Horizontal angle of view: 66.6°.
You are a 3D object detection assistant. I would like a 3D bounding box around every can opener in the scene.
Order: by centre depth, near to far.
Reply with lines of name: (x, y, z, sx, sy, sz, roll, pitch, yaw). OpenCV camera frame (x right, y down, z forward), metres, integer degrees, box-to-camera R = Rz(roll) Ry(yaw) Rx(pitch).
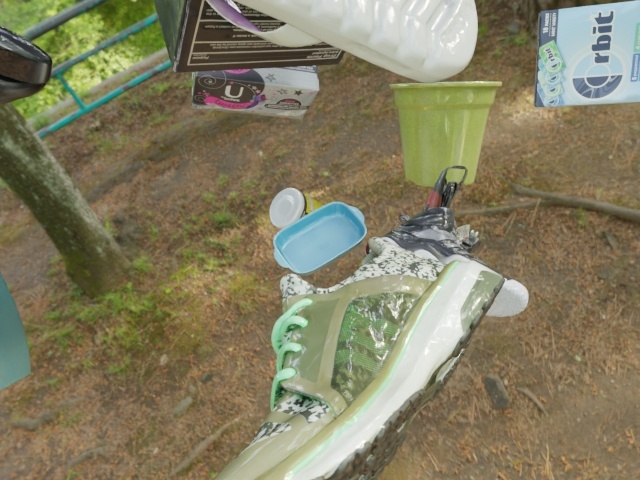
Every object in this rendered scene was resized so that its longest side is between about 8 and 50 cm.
can opener: (-0.313, -0.169, 0.384, 0.073, 0.186, 0.059, -49, 34, 33)

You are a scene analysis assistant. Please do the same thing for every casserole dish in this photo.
casserole dish: (0.000, 0.000, 0.929, 0.189, 0.037, 0.114, -30, 58, -15)

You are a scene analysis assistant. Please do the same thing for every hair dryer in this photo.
hair dryer: (0.219, -0.023, 1.073, 0.294, 0.223, 0.080, -28, 21, -23)

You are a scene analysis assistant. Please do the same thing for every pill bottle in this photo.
pill bottle: (-0.036, -0.062, 1.401, 0.119, 0.209, 0.119, -15, 64, 35)

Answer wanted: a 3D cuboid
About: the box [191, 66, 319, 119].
box: (-0.139, -0.363, 1.020, 0.248, 0.142, 0.163, 1, 77, -17)

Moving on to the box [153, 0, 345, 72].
box: (-0.067, -0.398, 0.682, 0.297, 0.294, 0.182, -13, 79, -27)

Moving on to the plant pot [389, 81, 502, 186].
plant pot: (0.312, -0.275, 1.261, 0.277, 0.253, 0.276, -1, 17, 0)

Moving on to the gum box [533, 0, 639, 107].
gum box: (0.462, -0.309, 0.816, 0.185, 0.156, 0.041, 1, 19, 17)

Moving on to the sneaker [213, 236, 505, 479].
sneaker: (0.008, 0.114, 0.454, 0.182, 0.157, 0.410, 31, 39, 25)

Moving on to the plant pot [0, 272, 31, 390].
plant pot: (-0.594, 0.154, 0.778, 0.166, 0.234, 0.166, -29, 3, 2)

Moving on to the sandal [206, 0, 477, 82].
sandal: (-0.046, -0.245, 0.424, 0.102, 0.417, 0.169, -23, 46, 61)

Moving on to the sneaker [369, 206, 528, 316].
sneaker: (0.233, 0.023, 0.843, 0.269, 0.101, 0.153, 20, 49, 22)
